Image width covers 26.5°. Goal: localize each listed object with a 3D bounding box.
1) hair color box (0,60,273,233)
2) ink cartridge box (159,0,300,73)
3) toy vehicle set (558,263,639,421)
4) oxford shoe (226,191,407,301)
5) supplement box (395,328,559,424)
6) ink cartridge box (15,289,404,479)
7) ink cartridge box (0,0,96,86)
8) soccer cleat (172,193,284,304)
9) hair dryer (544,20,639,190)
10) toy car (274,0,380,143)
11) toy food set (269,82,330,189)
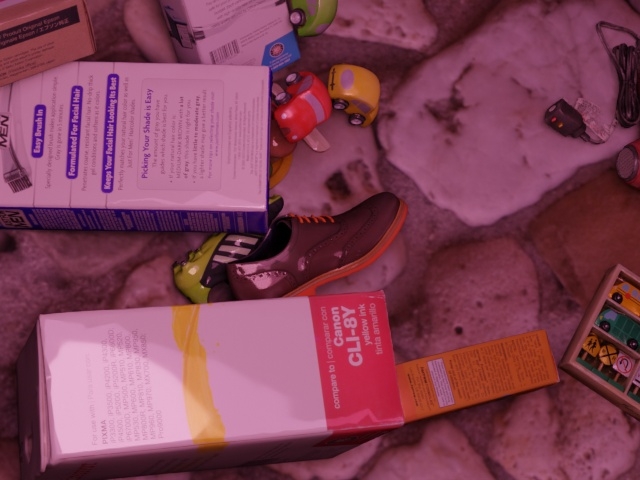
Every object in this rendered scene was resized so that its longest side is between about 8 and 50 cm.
[{"bbox_3d":[-0.229,-0.110,1.625,0.338,0.110,0.185,2,75,-3],"label":"hair color box"},{"bbox_3d":[-0.120,-0.291,1.709,0.139,0.082,0.191,-31,125,-22],"label":"ink cartridge box"},{"bbox_3d":[0.471,0.172,1.847,0.267,0.035,0.166,33,69,-7],"label":"toy vehicle set"},{"bbox_3d":[0.000,0.000,1.695,0.271,0.097,0.098,-36,111,-29],"label":"oxford shoe"},{"bbox_3d":[0.184,0.177,1.734,0.233,0.078,0.080,-14,80,-20],"label":"supplement box"},{"bbox_3d":[-0.137,0.171,1.526,0.384,0.279,0.160,-3,76,-18],"label":"ink cartridge box"},{"bbox_3d":[-0.405,-0.276,1.603,0.193,0.088,0.234,-26,46,-22],"label":"ink cartridge box"},{"bbox_3d":[-0.107,0.012,1.704,0.179,0.060,0.072,-42,106,-20],"label":"soccer cleat"},{"bbox_3d":[0.479,-0.172,1.919,0.293,0.080,0.224,38,67,-5],"label":"hair dryer"},{"bbox_3d":[0.005,-0.246,1.716,0.239,0.053,0.225,-19,98,-59],"label":"toy car"},{"bbox_3d":[-0.094,-0.126,1.731,0.218,0.071,0.128,-33,87,-22],"label":"toy food set"}]
